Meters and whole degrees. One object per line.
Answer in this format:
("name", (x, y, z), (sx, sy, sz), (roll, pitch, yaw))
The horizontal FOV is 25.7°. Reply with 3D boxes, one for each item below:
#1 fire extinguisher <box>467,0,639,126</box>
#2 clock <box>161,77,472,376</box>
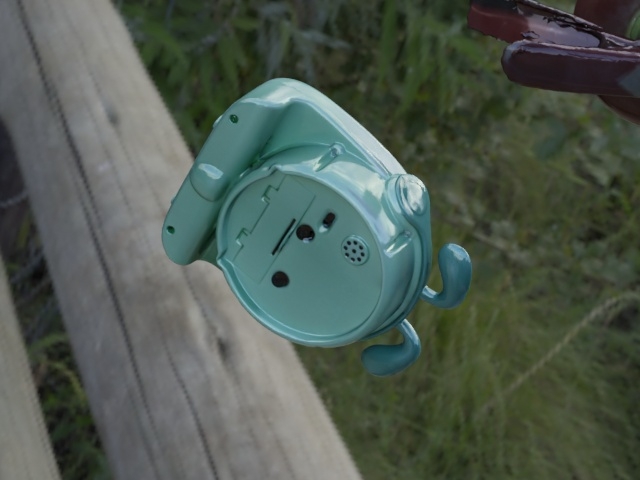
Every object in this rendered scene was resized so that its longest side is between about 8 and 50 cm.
("fire extinguisher", (0.169, -0.129, 0.727), (0.147, 0.106, 0.337), (12, 25, 14))
("clock", (0.001, 0.000, 0.882), (0.188, 0.148, 0.060), (37, 34, 9))
